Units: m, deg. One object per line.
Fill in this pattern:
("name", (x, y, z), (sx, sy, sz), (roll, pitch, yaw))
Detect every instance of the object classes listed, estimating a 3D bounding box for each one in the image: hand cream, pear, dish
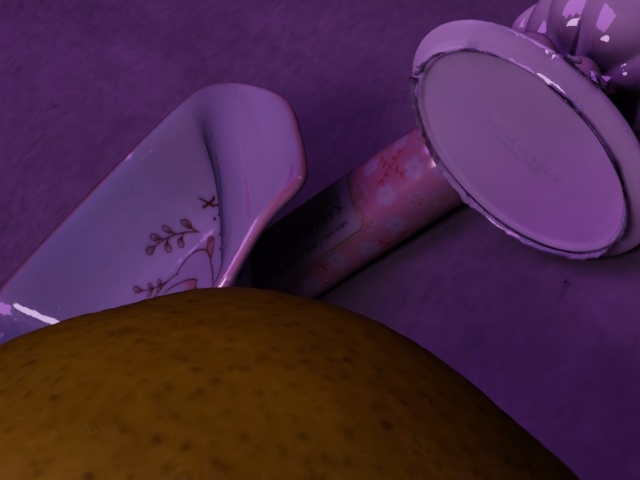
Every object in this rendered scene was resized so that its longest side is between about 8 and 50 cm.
("hand cream", (0.000, 0.000, 0.839), (0.210, 0.043, 0.067), (-34, 39, 25))
("pear", (-0.038, 0.148, 0.531), (0.294, 0.294, 0.294), (-26, 40, 24))
("dish", (-0.079, 0.028, 0.831), (0.234, 0.064, 0.154), (-43, 34, 27))

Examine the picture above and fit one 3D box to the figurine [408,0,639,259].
("figurine", (0.132, -0.084, 0.742), (0.154, 0.132, 0.132), (-45, 33, -25))
